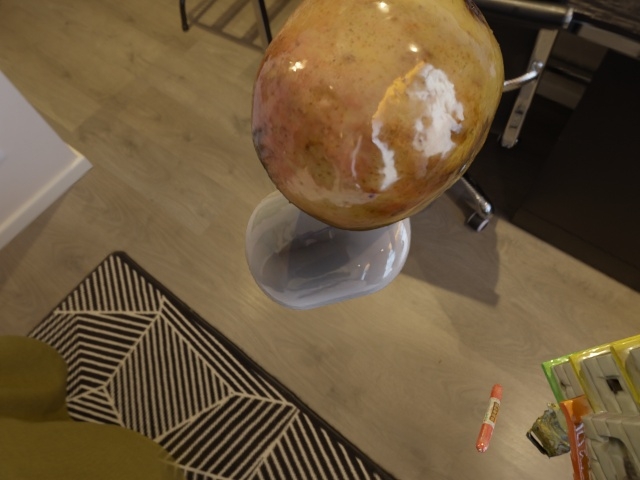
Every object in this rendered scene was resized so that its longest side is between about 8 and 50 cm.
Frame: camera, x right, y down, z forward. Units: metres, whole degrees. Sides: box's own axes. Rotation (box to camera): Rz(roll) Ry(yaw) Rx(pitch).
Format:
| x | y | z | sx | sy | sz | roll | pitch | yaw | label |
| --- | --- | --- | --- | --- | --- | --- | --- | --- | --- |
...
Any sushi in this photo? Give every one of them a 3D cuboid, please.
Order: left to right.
| x | y | z | sx | sy | sz | roll | pitch | yaw | label |
| --- | --- | --- | --- | --- | --- | --- | --- | --- | --- |
| 0.691 | 0.509 | 1.334 | 0.131 | 0.291 | 0.139 | -28 | 63 | -29 | sushi |

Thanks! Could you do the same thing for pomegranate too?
| x | y | z | sx | sy | sz | roll | pitch | yaw | label |
| --- | --- | --- | --- | --- | --- | --- | --- | --- | --- |
| 0.066 | -0.165 | 0.570 | 0.322 | 0.322 | 0.322 | -2 | 63 | 5 | pomegranate |

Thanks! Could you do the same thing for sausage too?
| x | y | z | sx | sy | sz | roll | pitch | yaw | label |
| --- | --- | --- | --- | --- | --- | --- | --- | --- | --- |
| 0.468 | 0.484 | 1.300 | 0.034 | 0.034 | 0.253 | 24 | 39 | 17 | sausage |

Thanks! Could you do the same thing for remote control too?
| x | y | z | sx | sy | sz | roll | pitch | yaw | label |
| --- | --- | --- | --- | --- | --- | --- | --- | --- | --- |
| 0.000 | 0.000 | 0.810 | 0.332 | 0.103 | 0.221 | -18 | 88 | 34 | remote control |

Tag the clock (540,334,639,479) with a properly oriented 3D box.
| x | y | z | sx | sy | sz | roll | pitch | yaw | label |
| --- | --- | --- | --- | --- | --- | --- | --- | --- | --- |
| 0.232 | 0.156 | 0.261 | 0.106 | 0.255 | 0.220 | -19 | 70 | 5 | clock |
